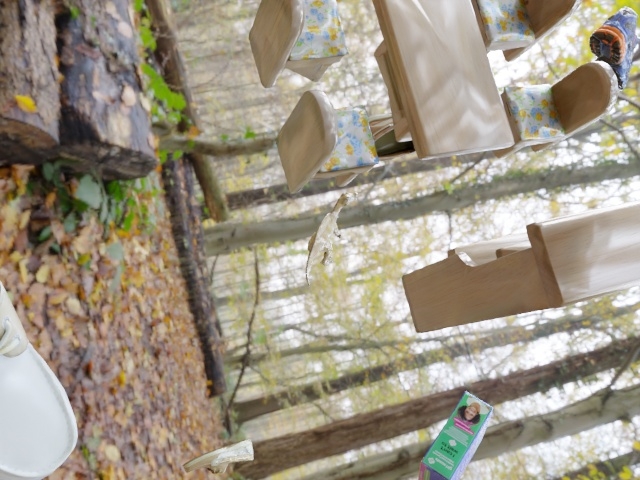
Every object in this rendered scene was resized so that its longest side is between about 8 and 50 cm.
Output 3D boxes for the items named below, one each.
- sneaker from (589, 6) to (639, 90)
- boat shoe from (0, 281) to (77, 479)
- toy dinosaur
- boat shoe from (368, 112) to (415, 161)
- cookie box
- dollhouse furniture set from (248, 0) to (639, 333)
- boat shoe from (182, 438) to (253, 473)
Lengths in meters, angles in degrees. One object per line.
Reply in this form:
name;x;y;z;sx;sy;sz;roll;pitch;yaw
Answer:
sneaker;0.575;-0.363;1.159;0.083;0.087;0.221;39;3;24
boat shoe;-0.285;0.077;0.447;0.103;0.113;0.302;-8;-56;42
toy dinosaur;0.000;0.000;0.944;0.092;0.053;0.183;91;24;-63
boat shoe;0.232;-0.262;1.451;0.120;0.324;0.122;-117;-172;-56
cookie box;0.160;0.251;0.723;0.040;0.107;0.091;27;-34;25
dollhouse furniture set;0.166;-0.124;0.614;0.256;0.362;0.394;145;-67;-67
boat shoe;-0.187;0.411;1.121;0.050;0.135;0.045;-47;-121;61
